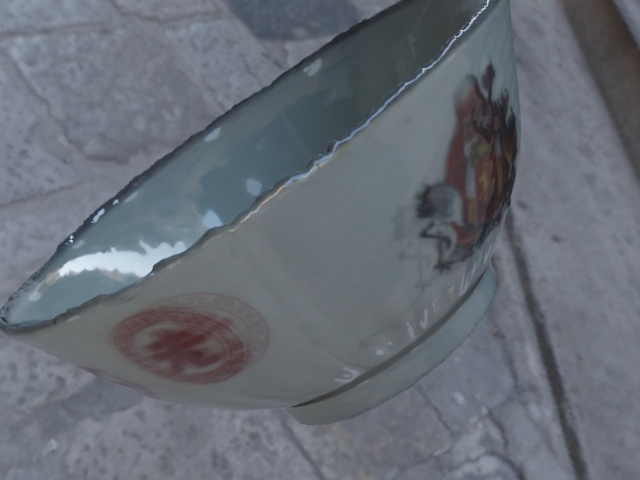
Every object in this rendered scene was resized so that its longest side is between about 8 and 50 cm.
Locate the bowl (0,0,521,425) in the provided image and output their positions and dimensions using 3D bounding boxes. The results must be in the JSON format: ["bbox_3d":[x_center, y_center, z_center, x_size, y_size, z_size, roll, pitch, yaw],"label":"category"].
[{"bbox_3d":[0.000,0.000,0.603,0.157,0.337,0.337,54,30,-15],"label":"bowl"}]
